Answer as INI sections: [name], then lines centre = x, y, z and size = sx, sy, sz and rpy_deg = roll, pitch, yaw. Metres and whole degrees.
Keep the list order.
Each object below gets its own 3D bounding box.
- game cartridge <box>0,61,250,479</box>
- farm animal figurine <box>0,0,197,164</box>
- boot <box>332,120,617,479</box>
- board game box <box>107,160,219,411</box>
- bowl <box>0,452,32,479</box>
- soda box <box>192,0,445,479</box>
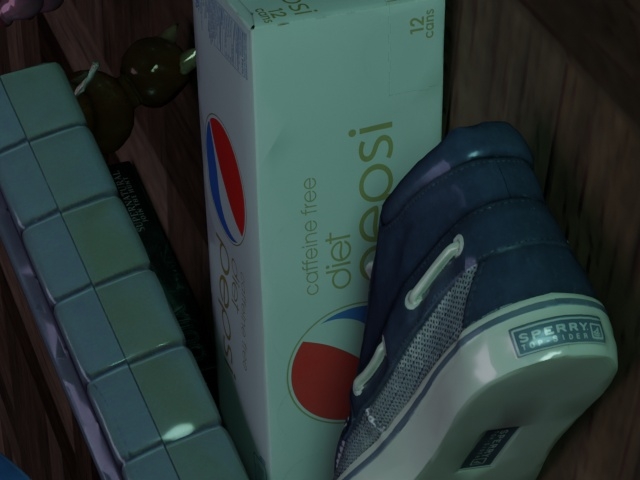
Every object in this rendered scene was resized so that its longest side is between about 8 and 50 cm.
[game cartridge]
centre = -0.093, 0.095, 0.785
size = 0.355, 0.068, 0.230
rpy_deg = 92, 158, -65
[farm animal figurine]
centre = -0.176, -0.202, 0.798
size = 0.327, 0.172, 0.330
rpy_deg = 29, -147, -56
[boot]
centre = 0.041, 0.042, 0.538
size = 0.190, 0.069, 0.086
rpy_deg = 122, 140, -54
[board game box]
centre = -0.108, 0.055, 1.019
size = 0.126, 0.026, 0.186
rpy_deg = 98, 152, -45
[bowl]
centre = -0.109, 0.291, 0.841
size = 0.391, 0.077, 0.391
rpy_deg = 45, 156, 26
[soda box]
centre = 0.000, 0.000, 0.595
size = 0.069, 0.074, 0.216
rpy_deg = -127, 30, -53
